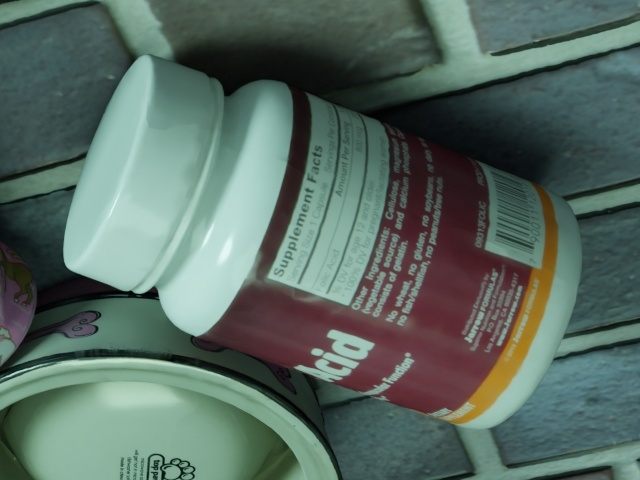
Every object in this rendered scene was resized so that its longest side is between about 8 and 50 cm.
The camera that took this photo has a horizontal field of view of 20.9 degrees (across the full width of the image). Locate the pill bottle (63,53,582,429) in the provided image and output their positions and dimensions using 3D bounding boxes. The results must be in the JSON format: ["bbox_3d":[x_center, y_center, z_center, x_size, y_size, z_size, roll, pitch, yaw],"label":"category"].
[{"bbox_3d":[0.000,0.000,1.459,0.392,0.224,0.224,20,131,-17],"label":"pill bottle"}]

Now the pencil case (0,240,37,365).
[{"bbox_3d":[-0.374,-0.027,1.444,0.160,0.167,0.386,30,158,34],"label":"pencil case"}]

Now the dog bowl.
[{"bbox_3d":[-0.179,0.199,1.706,0.408,0.150,0.408,0,133,0],"label":"dog bowl"}]
